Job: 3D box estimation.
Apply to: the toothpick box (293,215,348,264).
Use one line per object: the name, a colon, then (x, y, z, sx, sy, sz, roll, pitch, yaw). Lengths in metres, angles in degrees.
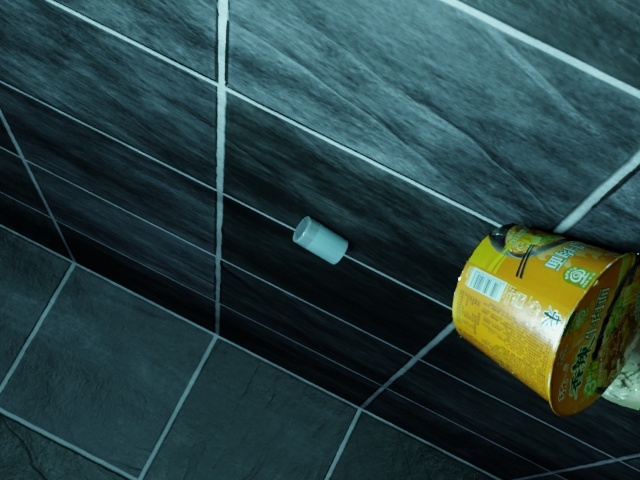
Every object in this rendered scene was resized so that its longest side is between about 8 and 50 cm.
toothpick box: (0.000, 0.000, 1.956, 0.083, 0.052, 0.052, 32, 164, -18)

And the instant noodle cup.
instant noodle cup: (0.295, 0.090, 1.482, 0.182, 0.230, 0.230, 27, 167, 37)

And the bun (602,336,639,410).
bun: (0.446, 0.184, 1.688, 0.210, 0.116, 0.237, 25, 165, 5)
